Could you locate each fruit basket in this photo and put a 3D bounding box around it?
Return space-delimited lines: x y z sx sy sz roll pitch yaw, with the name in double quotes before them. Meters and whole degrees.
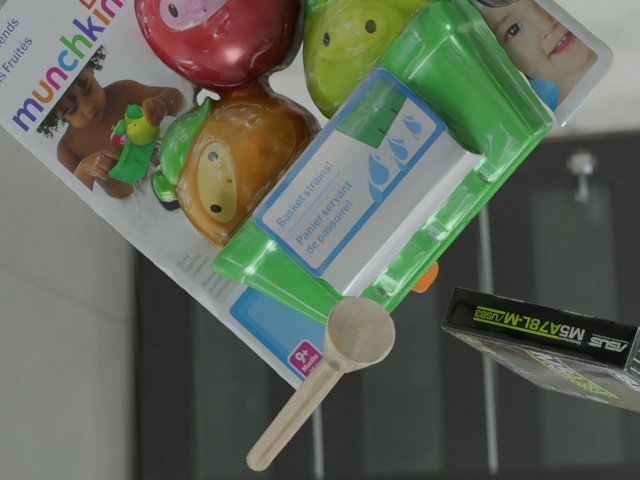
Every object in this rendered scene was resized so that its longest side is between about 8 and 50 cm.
"fruit basket" -0.038 -0.114 1.218 0.353 0.327 0.165 41 17 -1

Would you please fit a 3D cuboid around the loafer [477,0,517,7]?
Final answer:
"loafer" 0.103 -0.224 0.868 0.080 0.078 0.220 0 -113 65

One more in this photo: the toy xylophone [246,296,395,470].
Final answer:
"toy xylophone" -0.037 0.164 0.747 0.322 0.081 0.236 123 -30 -56

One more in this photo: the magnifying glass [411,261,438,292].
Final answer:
"magnifying glass" 0.000 0.000 1.426 0.092 0.231 0.026 -52 131 -19

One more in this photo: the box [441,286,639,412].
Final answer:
"box" 0.226 0.101 1.534 0.191 0.184 0.045 32 77 -50
